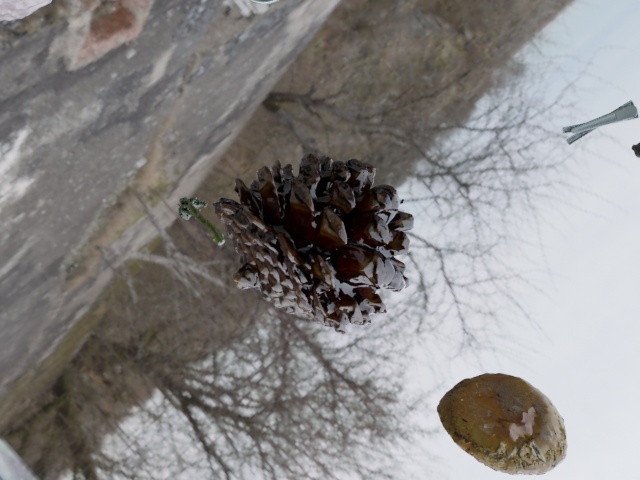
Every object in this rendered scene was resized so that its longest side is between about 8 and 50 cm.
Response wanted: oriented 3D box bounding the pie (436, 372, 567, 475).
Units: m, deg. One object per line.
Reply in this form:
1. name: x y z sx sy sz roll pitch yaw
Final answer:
1. pie: 0.371 0.369 1.589 0.273 0.273 0.069 -44 153 -46

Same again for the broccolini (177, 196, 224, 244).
1. broccolini: -0.218 -0.039 1.393 0.054 0.052 0.194 -45 -148 -1

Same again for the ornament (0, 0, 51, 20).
1. ornament: -0.464 -0.444 1.098 0.225 0.259 0.259 -54 -175 -3

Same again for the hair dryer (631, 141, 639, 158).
1. hair dryer: 0.536 -0.133 1.243 0.255 0.128 0.070 -113 -150 -77

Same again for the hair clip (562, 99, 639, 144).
1. hair clip: 0.429 -0.181 1.201 0.115 0.030 0.039 -23 174 10

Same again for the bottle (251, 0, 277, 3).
1. bottle: -0.051 -0.423 1.091 0.082 0.082 0.286 -37 -156 34

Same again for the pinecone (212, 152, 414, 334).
1. pinecone: 0.004 -0.005 1.189 0.296 0.298 0.242 -16 143 -38
